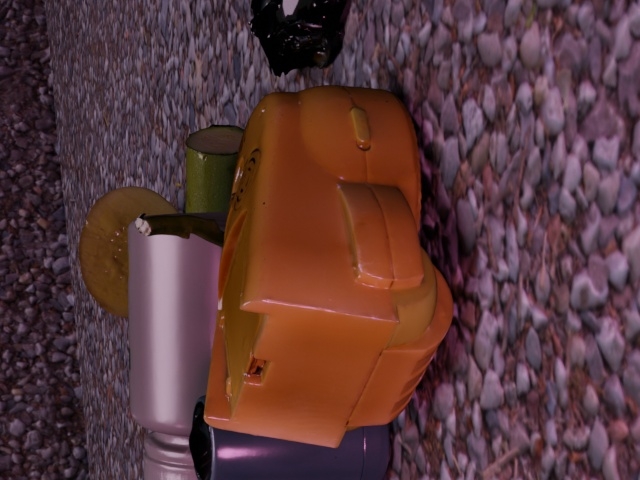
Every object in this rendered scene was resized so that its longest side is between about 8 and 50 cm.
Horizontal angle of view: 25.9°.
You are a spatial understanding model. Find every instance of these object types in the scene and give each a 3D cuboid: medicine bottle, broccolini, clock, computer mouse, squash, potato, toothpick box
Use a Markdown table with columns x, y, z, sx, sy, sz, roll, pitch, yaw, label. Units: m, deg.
| x | y | z | sx | sy | sz | roll | pitch | yaw | label |
| --- | --- | --- | --- | --- | --- | --- | --- | --- | --- |
| -0.111 | 0.141 | 1.563 | 0.208 | 0.208 | 0.339 | -166 | 75 | -72 | medicine bottle |
| -0.075 | 0.048 | 1.386 | 0.062 | 0.271 | 0.123 | -48 | 38 | 20 | broccolini |
| 0.000 | 0.000 | 1.277 | 0.244 | 0.200 | 0.317 | 116 | 156 | -50 | clock |
| -0.037 | -0.256 | 1.521 | 0.242 | 0.078 | 0.146 | 146 | 123 | -69 | computer mouse |
| -0.134 | -0.049 | 1.830 | 0.095 | 0.095 | 0.188 | -122 | 31 | -58 | squash |
| -0.286 | 0.033 | 2.202 | 0.158 | 0.178 | 0.203 | 93 | 157 | -76 | potato |
| -0.034 | 0.196 | 1.370 | 0.120 | 0.184 | 0.120 | 178 | 90 | -71 | toothpick box |
